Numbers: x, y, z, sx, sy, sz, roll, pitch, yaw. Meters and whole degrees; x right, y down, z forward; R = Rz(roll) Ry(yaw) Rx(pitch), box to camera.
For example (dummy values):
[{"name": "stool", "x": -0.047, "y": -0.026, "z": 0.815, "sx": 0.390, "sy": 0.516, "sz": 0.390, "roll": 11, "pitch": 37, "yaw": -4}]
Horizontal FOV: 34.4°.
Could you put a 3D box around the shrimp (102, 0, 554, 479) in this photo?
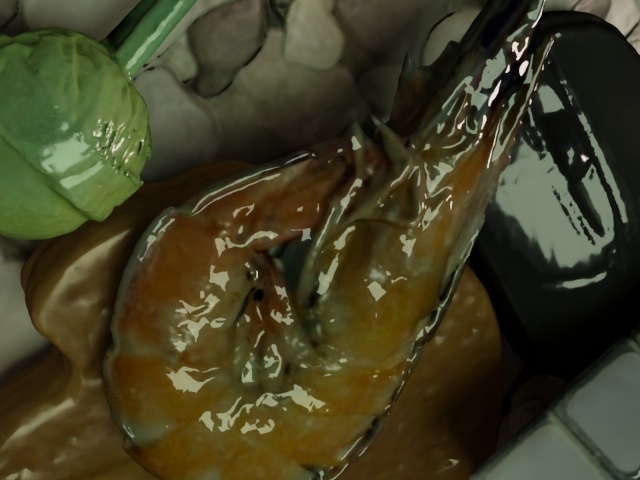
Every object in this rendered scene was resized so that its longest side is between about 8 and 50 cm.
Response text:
[{"name": "shrimp", "x": 0.000, "y": 0.000, "z": 0.508, "sx": 0.164, "sy": 0.062, "sz": 0.316, "roll": 22, "pitch": 107, "yaw": -29}]

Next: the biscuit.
[{"name": "biscuit", "x": -0.046, "y": 0.104, "z": 0.607, "sx": 0.352, "sy": 0.057, "sz": 0.312, "roll": 4, "pitch": 112, "yaw": -26}]

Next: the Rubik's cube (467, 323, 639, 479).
[{"name": "Rubik's cube", "x": 0.278, "y": 0.172, "z": 0.625, "sx": 0.259, "sy": 0.253, "sz": 0.256, "roll": -41, "pitch": 155, "yaw": -2}]

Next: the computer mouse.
[{"name": "computer mouse", "x": 0.158, "y": -0.006, "z": 0.624, "sx": 0.138, "sy": 0.086, "sz": 0.269, "roll": -32, "pitch": 124, "yaw": -6}]

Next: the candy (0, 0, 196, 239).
[{"name": "candy", "x": -0.048, "y": -0.138, "z": 0.475, "sx": 0.092, "sy": 0.093, "sz": 0.335, "roll": 42, "pitch": 86, "yaw": -27}]
